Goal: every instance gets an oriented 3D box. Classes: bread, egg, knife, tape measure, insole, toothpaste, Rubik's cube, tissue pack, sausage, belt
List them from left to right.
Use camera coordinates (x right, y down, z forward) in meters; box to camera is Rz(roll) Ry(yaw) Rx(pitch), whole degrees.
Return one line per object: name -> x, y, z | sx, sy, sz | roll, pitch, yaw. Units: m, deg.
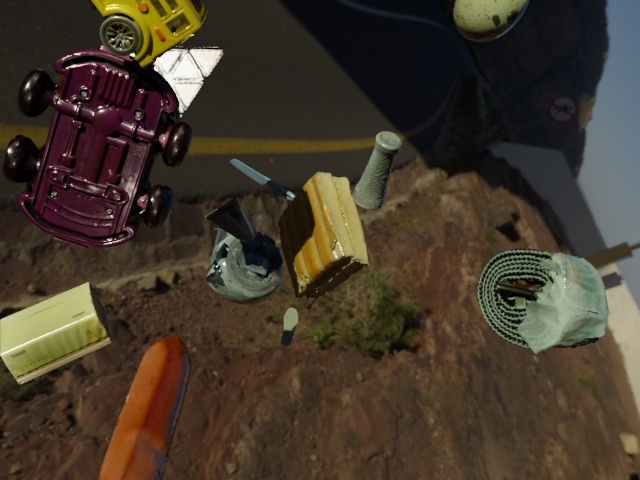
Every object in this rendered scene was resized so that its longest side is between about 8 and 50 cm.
tissue pack -> -0.651, 0.224, 1.457 | 0.159, 0.234, 0.125 | 48, -23, 52
sausage -> -0.301, 0.316, 1.025 | 0.097, 0.094, 0.348 | 54, 28, -34
Rubik's cube -> -0.428, -0.423, 1.521 | 0.234, 0.284, 0.250 | 32, 0, -16
toothpaste -> -0.275, -0.062, 1.881 | 0.073, 0.114, 0.299 | 58, 0, 18
tape measure -> -0.264, 0.092, 2.079 | 0.275, 0.147, 0.256 | 21, 62, -23
knife -> -0.199, -0.207, 1.998 | 0.313, 0.044, 0.019 | 34, 46, 26
insole -> -0.110, 0.300, 2.061 | 0.002, 0.053, 0.152 | 86, 14, -52
bread -> 0.000, 0.000, 1.456 | 0.111, 0.239, 0.245 | 3, 59, -32
egg -> 0.495, -0.675, 1.699 | 0.177, 0.228, 0.177 | 57, 16, -27
belt -> 0.456, 0.121, 1.221 | 0.150, 0.258, 0.206 | 4, 94, -30

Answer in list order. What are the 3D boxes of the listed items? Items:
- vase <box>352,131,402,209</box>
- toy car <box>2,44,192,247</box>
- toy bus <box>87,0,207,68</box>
vase -> 0.161, -0.196, 1.643 | 0.096, 0.219, 0.096 | 9, 45, -9
toy car -> -0.375, -0.163, 1.039 | 0.272, 0.340, 0.240 | 20, 14, -15
toy bus -> -0.307, -0.427, 0.844 | 0.330, 0.152, 0.144 | 56, 15, -32
